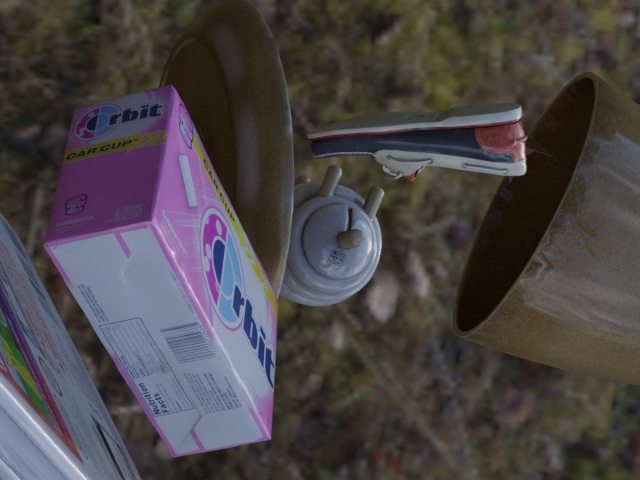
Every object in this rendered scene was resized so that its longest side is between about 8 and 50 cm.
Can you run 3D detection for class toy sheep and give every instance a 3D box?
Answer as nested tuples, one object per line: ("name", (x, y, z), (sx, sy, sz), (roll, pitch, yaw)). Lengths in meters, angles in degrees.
("toy sheep", (0.000, 0.000, 1.214), (0.091, 0.132, 0.091), (2, 83, -16))

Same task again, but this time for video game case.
("video game case", (-0.117, 0.007, 0.577), (0.023, 0.201, 0.183), (-33, 136, -2))

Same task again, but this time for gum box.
("gum box", (-0.079, 0.023, 1.020), (0.107, 0.062, 0.188), (-86, 159, -46))

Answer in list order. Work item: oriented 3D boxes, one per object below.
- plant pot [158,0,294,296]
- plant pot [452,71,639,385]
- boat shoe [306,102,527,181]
("plant pot", (-0.073, -0.043, 1.220), (0.032, 0.236, 0.236), (0, 98, -21))
("plant pot", (0.274, 0.023, 1.502), (0.254, 0.237, 0.237), (25, 74, -8))
("boat shoe", (0.059, -0.057, 1.131), (0.049, 0.137, 0.043), (-52, 137, -68))
